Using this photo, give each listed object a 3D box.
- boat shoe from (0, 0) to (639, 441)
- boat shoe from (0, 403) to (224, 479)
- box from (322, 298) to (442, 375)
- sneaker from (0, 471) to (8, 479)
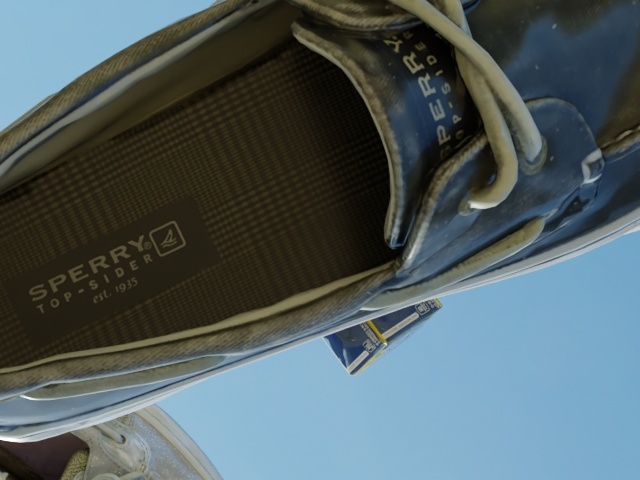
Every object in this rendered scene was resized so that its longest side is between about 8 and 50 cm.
[{"bbox_3d":[0.021,-0.028,0.469,0.335,0.119,0.121,-31,-91,3],"label":"boat shoe"},{"bbox_3d":[-0.203,0.143,1.148,0.118,0.320,0.103,-49,-175,35],"label":"boat shoe"},{"bbox_3d":[0.000,0.000,1.059,0.169,0.059,0.054,53,-37,9],"label":"box"},{"bbox_3d":[-0.194,0.232,0.878,0.293,0.146,0.102,43,-45,31],"label":"sneaker"}]
